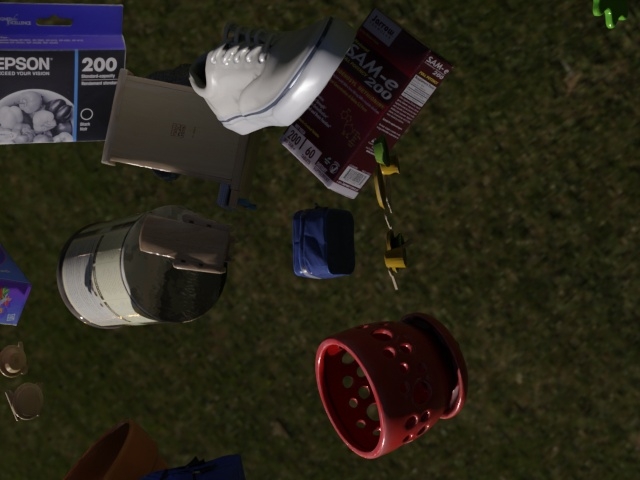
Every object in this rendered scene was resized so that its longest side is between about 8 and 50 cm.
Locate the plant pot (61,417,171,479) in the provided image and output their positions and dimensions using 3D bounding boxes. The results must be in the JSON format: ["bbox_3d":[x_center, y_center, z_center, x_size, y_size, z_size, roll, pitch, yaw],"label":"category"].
[{"bbox_3d":[-0.316,0.457,1.829,0.203,0.291,0.291,41,145,-11],"label":"plant pot"}]

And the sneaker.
[{"bbox_3d":[-0.058,-0.159,1.069,0.091,0.094,0.258,35,159,-18],"label":"sneaker"}]

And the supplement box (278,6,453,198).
[{"bbox_3d":[0.062,-0.195,1.651,0.130,0.073,0.239,45,104,34],"label":"supplement box"}]

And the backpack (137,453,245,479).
[{"bbox_3d":[-0.130,0.265,1.151,0.101,0.120,0.098,93,165,-62],"label":"backpack"}]

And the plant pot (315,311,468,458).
[{"bbox_3d":[0.110,0.208,1.728,0.191,0.174,0.191,36,135,47],"label":"plant pot"}]

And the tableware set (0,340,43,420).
[{"bbox_3d":[-0.544,0.251,1.963,0.020,0.168,0.141,-4,99,41],"label":"tableware set"}]

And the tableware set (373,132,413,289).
[{"bbox_3d":[0.078,-0.033,1.234,0.024,0.154,0.104,-9,147,11],"label":"tableware set"}]

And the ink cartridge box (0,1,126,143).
[{"bbox_3d":[-0.392,-0.246,1.713,0.045,0.206,0.208,-127,38,-56],"label":"ink cartridge box"}]

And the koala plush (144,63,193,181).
[{"bbox_3d":[-0.257,-0.267,2.204,0.196,0.221,0.203,-21,119,18],"label":"koala plush"}]

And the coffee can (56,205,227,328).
[{"bbox_3d":[-0.321,0.052,2.054,0.275,0.201,0.201,-9,110,54],"label":"coffee can"}]

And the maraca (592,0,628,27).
[{"bbox_3d":[0.390,-0.374,1.519,0.099,0.127,0.186,7,81,44],"label":"maraca"}]

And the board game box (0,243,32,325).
[{"bbox_3d":[-0.655,0.023,1.793,0.233,0.347,0.078,40,110,47],"label":"board game box"}]

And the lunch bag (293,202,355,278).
[{"bbox_3d":[0.000,0.000,1.490,0.065,0.067,0.098,-5,82,36],"label":"lunch bag"}]

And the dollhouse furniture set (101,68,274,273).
[{"bbox_3d":[-0.197,-0.108,1.762,0.198,0.303,0.286,12,90,4],"label":"dollhouse furniture set"}]
